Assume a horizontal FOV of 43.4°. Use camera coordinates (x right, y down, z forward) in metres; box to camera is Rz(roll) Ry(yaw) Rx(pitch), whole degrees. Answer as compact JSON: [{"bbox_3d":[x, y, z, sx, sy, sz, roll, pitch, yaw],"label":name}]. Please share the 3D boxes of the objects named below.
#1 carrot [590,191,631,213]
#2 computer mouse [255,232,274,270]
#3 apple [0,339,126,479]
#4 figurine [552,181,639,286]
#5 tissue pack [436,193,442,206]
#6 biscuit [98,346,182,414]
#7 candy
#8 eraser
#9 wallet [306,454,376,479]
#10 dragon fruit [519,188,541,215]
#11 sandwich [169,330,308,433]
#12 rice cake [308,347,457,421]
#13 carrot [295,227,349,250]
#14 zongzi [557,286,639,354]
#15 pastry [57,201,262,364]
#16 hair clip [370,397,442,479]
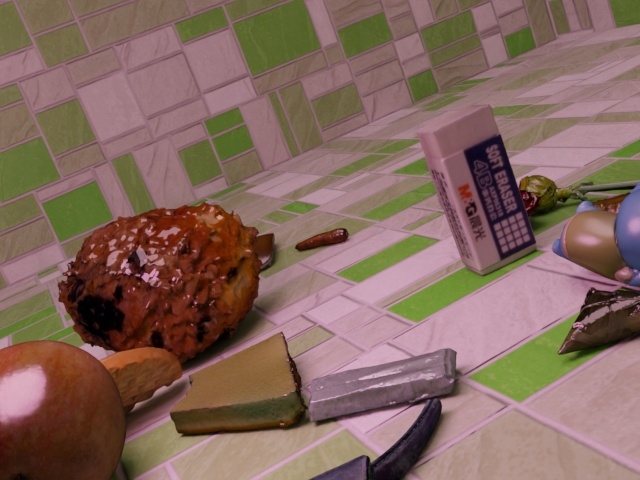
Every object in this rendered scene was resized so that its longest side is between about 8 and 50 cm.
[{"bbox_3d":[0.520,-0.042,1.308,0.173,0.082,0.082,-8,20,43],"label":"carrot"},{"bbox_3d":[-0.175,0.030,2.084,0.125,0.056,0.245,-21,16,5],"label":"computer mouse"},{"bbox_3d":[-0.406,0.278,1.137,0.256,0.257,0.234,-22,19,-1],"label":"apple"},{"bbox_3d":[0.468,-0.020,1.167,0.180,0.154,0.262,-43,26,-20],"label":"figurine"},{"bbox_3d":[0.319,-0.115,1.924,0.062,0.042,0.083,-10,19,29],"label":"tissue pack"},{"bbox_3d":[-0.378,0.264,1.345,0.308,0.040,0.205,-27,-25,-15],"label":"biscuit"},{"bbox_3d":[0.515,-0.097,1.575,0.262,0.073,0.077,-4,40,31],"label":"candy"},{"bbox_3d":[0.277,-0.089,1.420,0.124,0.279,0.081,-25,15,-10],"label":"eraser"},{"bbox_3d":[-0.055,0.338,0.737,0.251,0.054,0.290,-22,24,8],"label":"wallet"},{"bbox_3d":[0.348,-0.044,1.589,0.160,0.121,0.127,14,-12,25],"label":"dragon fruit"},{"bbox_3d":[-0.131,0.248,1.245,0.212,0.063,0.245,-25,14,-1],"label":"sandwich"},{"bbox_3d":[0.083,0.203,1.125,0.226,0.040,0.085,-16,16,18],"label":"rice cake"},{"bbox_3d":[0.001,-0.001,1.986,0.165,0.036,0.035,-14,16,35],"label":"carrot"},{"bbox_3d":[0.376,0.112,1.029,0.109,0.055,0.119,-2,36,48],"label":"zongzi"},{"bbox_3d":[-0.313,0.097,1.607,0.404,0.293,0.337,-10,24,1],"label":"pastry"},{"bbox_3d":[0.072,0.266,0.935,0.275,0.048,0.083,-28,17,-40],"label":"hair clip"}]
